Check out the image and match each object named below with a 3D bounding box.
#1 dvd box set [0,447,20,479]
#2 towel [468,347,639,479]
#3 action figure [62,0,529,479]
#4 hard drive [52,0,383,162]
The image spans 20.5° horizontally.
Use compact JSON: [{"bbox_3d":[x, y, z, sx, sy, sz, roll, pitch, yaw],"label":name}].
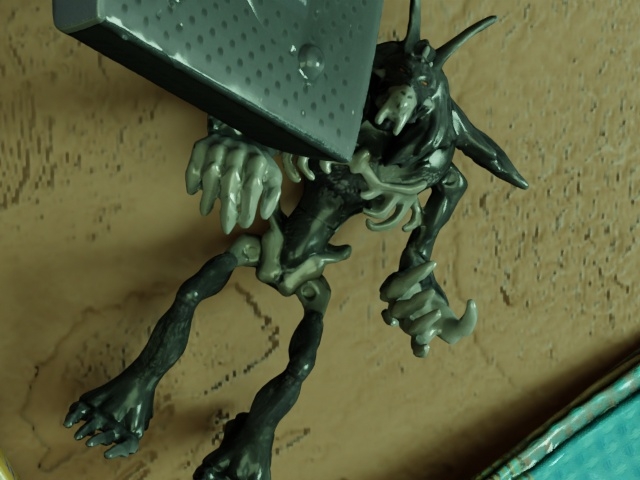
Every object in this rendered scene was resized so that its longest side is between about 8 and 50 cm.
[{"bbox_3d":[-0.245,0.259,0.887,0.307,0.062,0.420,-29,112,-9],"label":"dvd box set"},{"bbox_3d":[0.113,0.256,0.982,0.370,0.040,0.271,-33,113,-16],"label":"towel"},{"bbox_3d":[0.000,0.000,0.850,0.164,0.141,0.276,30,97,-11],"label":"action figure"},{"bbox_3d":[-0.034,-0.174,0.754,0.172,0.054,0.255,27,64,-46],"label":"hard drive"}]
